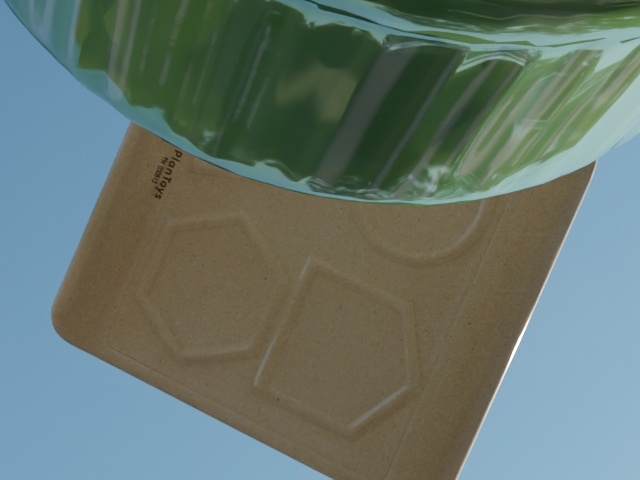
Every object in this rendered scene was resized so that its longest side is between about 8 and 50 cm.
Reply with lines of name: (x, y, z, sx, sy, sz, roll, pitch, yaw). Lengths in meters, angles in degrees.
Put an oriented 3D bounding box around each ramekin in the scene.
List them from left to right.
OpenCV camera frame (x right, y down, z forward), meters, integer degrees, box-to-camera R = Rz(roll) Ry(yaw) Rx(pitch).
ramekin: (0.025, -0.159, 0.560, 0.303, 0.303, 0.148, 7, -28, -11)

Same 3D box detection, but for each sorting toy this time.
sorting toy: (0.000, 0.000, 0.871, 0.208, 0.038, 0.193, 25, -85, 13)
